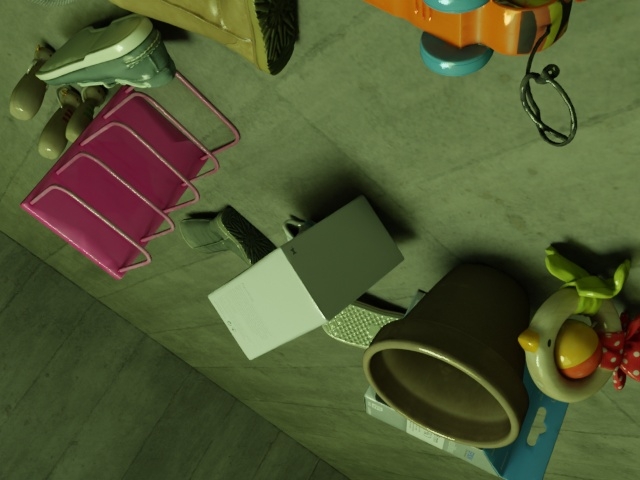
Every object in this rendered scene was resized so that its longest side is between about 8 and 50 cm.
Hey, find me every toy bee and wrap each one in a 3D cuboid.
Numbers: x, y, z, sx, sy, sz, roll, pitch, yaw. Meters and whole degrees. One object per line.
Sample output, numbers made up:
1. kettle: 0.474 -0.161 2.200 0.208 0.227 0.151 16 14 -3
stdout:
1. toy bee: 0.165 -0.219 0.647 0.298 0.162 0.195 53 166 11

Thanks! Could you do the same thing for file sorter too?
1. file sorter: -0.302 -0.118 1.153 0.202 0.291 0.182 43 150 -23

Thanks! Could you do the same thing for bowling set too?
1. bowling set: -0.435 -0.219 1.329 0.199 0.154 0.287 8 150 6

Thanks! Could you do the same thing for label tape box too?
1. label tape box: 0.280 0.267 1.264 0.333 0.241 0.106 22 152 18

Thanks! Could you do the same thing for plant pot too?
1. plant pot: 0.229 0.165 1.127 0.263 0.229 0.263 23 146 16

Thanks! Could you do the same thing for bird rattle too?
1. bird rattle: 0.373 0.136 0.987 0.143 0.207 0.254 27 152 56

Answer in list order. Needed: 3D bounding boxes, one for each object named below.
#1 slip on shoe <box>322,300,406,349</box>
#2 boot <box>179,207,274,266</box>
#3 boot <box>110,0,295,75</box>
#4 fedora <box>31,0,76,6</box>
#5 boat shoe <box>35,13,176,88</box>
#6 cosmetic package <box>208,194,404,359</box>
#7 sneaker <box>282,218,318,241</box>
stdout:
1. slip on shoe: 0.163 0.205 1.458 0.331 0.123 0.101 20 -175 12
2. boot: -0.209 0.012 1.537 0.208 0.076 0.190 -19 112 50
3. boot: -0.164 -0.331 0.845 0.269 0.089 0.236 29 151 13
4. fedora: -0.318 -0.423 0.795 0.243 0.124 0.275 31 143 -6
5. boat shoe: -0.339 -0.269 1.082 0.319 0.116 0.099 3 145 45
6. cosmetic package: -0.022 0.062 1.150 0.224 0.224 0.138 -35 89 46
7. sneaker: 0.000 0.000 1.292 0.190 0.071 0.083 10 142 38
